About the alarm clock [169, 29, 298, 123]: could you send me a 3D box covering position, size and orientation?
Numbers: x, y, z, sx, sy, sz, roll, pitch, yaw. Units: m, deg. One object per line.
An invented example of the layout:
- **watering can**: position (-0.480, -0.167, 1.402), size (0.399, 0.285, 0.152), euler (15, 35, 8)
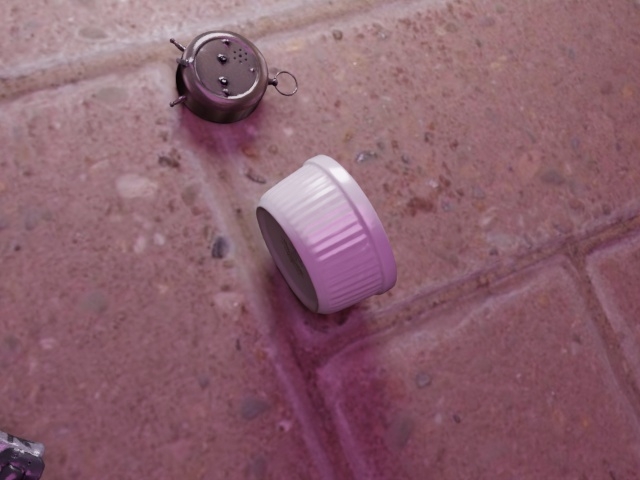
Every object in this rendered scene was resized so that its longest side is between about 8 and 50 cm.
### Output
- **alarm clock**: position (-0.122, -0.239, 1.229), size (0.192, 0.064, 0.129), euler (3, 74, -22)

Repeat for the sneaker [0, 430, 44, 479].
- **sneaker**: position (-0.397, 0.215, 0.971), size (0.153, 0.101, 0.268), euler (3, 93, -24)

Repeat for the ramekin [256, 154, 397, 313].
- **ramekin**: position (0.000, 0.000, 1.130), size (0.109, 0.207, 0.207), euler (-29, 86, -15)
